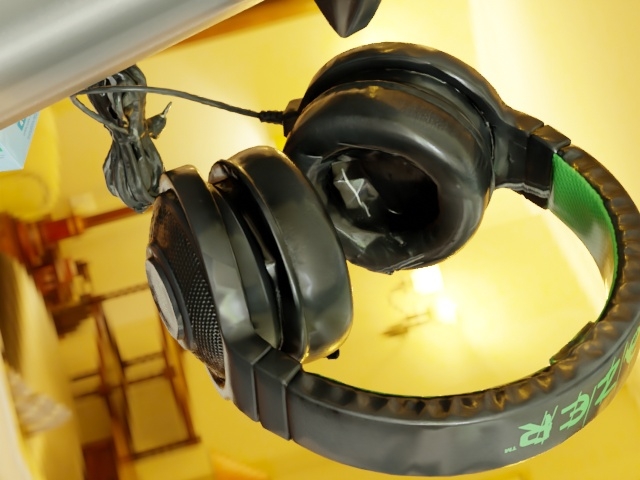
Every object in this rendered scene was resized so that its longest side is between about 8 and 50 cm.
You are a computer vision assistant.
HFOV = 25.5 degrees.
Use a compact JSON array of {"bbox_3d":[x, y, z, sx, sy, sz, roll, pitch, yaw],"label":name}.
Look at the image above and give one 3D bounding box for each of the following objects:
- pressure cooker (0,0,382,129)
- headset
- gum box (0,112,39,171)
[{"bbox_3d":[-0.149,-0.267,0.705,0.375,0.420,0.370,38,-29,54],"label":"pressure cooker"},{"bbox_3d":[0.000,0.000,0.827,0.394,0.243,0.185,34,-35,29],"label":"headset"},{"bbox_3d":[-0.334,-0.184,1.390,0.184,0.041,0.157,59,32,-49],"label":"gum box"}]
